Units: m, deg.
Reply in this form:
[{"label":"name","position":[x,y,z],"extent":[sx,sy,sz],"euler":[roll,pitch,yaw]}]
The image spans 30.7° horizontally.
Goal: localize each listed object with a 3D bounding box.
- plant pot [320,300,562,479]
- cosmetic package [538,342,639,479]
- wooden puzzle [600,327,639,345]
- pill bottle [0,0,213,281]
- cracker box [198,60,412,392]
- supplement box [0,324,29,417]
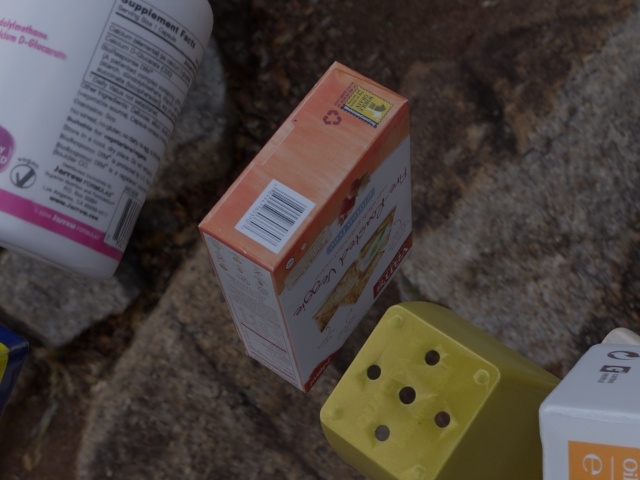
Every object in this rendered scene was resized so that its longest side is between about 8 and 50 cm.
[{"label":"plant pot","position":[0.123,0.182,1.218],"extent":[0.212,0.187,0.212],"euler":[32,87,31]},{"label":"cosmetic package","position":[0.373,0.204,0.709],"extent":[0.453,0.161,0.230],"euler":[1,101,26]},{"label":"wooden puzzle","position":[0.377,0.258,1.385],"extent":[0.221,0.044,0.238],"euler":[36,108,19]},{"label":"pill bottle","position":[-0.174,-0.127,0.836],"extent":[0.160,0.160,0.283],"euler":[15,81,37]},{"label":"cracker box","position":[0.000,0.000,0.859],"extent":[0.067,0.232,0.156],"euler":[31,70,18]},{"label":"supplement box","position":[-0.336,0.121,0.551],"extent":[0.195,0.356,0.194],"euler":[29,105,10]}]
